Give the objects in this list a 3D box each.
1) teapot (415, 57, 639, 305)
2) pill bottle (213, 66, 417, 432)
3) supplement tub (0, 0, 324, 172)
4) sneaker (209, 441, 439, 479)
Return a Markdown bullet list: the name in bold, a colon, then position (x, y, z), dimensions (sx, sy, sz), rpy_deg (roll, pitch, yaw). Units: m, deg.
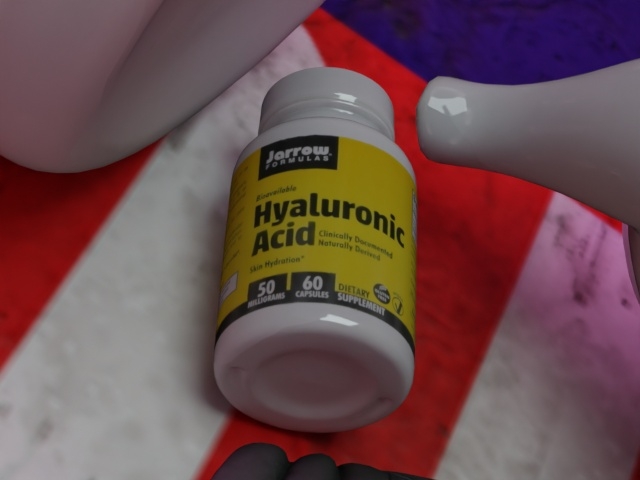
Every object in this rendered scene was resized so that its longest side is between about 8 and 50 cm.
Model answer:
- **teapot**: position (0.208, -0.008, 0.659), dimensions (0.252, 0.187, 0.256), rpy_deg (-36, 107, -24)
- **pill bottle**: position (0.000, 0.000, 0.593), dimensions (0.065, 0.065, 0.116), rpy_deg (19, 49, -19)
- **supplement tub**: position (-0.116, -0.207, 0.555), dimensions (0.325, 0.235, 0.235), rpy_deg (45, 46, 4)
- **sneaker**: position (-0.018, 0.179, 0.436), dimensions (0.147, 0.104, 0.295), rpy_deg (20, 58, 6)
